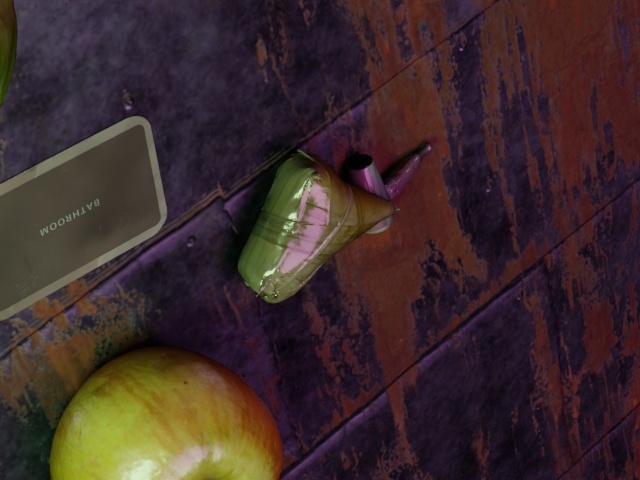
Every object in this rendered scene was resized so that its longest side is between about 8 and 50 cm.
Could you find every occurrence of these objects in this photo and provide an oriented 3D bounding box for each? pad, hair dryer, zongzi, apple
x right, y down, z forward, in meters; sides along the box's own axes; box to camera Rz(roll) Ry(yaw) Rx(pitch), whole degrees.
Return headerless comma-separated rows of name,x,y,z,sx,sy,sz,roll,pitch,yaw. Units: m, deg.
pad,-0.292,-0.026,1.985,0.266,0.002,0.176,-31,134,-28
hair dryer,0.096,-0.090,2.316,0.154,0.054,0.106,-39,132,-36
zongzi,0.000,0.000,2.209,0.197,0.099,0.194,24,97,-42
apple,-0.192,0.266,2.095,0.286,0.233,0.286,-21,128,-30

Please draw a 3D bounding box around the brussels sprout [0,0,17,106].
brussels sprout,-0.422,-0.183,1.529,0.344,0.268,0.344,-38,162,-14
